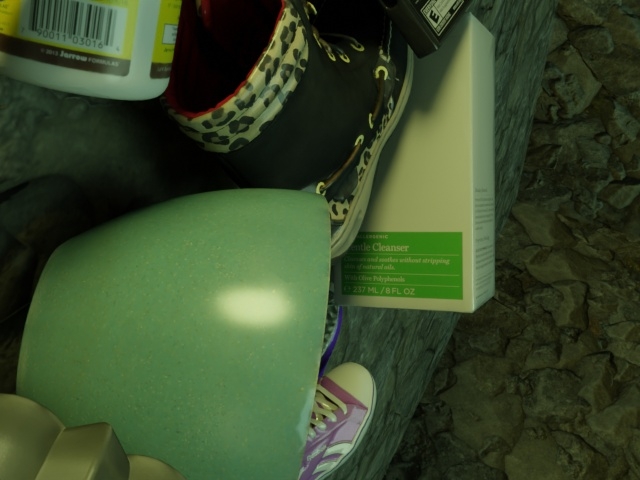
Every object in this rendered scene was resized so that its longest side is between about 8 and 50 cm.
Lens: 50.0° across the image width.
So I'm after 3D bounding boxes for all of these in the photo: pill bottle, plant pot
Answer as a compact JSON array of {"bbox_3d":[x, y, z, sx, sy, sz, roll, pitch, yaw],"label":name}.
[{"bbox_3d":[-0.136,-0.202,0.416,0.117,0.117,0.215,-22,129,-63],"label":"pill bottle"},{"bbox_3d":[-0.121,0.085,0.548,0.290,0.195,0.290,-169,-90,-81],"label":"plant pot"}]

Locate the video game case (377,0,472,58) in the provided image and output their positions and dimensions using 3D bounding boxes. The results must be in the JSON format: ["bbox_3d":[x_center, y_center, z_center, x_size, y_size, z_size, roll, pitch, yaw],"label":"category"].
[{"bbox_3d":[0.101,-0.377,0.760,0.248,0.035,0.275,48,55,-21],"label":"video game case"}]

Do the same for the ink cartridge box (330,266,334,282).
[{"bbox_3d":[0.116,0.000,1.150,0.233,0.168,0.171,4,105,-69],"label":"ink cartridge box"}]

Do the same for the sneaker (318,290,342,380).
[{"bbox_3d":[-0.044,0.203,1.043,0.293,0.102,0.146,-64,160,5],"label":"sneaker"}]

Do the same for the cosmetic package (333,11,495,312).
[{"bbox_3d":[0.128,-0.098,0.925,0.155,0.197,0.365,-11,100,-65],"label":"cosmetic package"}]

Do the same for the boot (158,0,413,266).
[{"bbox_3d":[-0.017,-0.188,0.693,0.284,0.138,0.377,49,55,-59],"label":"boot"}]

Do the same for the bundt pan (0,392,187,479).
[{"bbox_3d":[-0.187,0.202,0.406,0.124,0.331,0.330,-74,168,-47],"label":"bundt pan"}]

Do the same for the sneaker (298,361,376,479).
[{"bbox_3d":[-0.030,0.243,0.871,0.282,0.102,0.161,-46,146,-26],"label":"sneaker"}]
